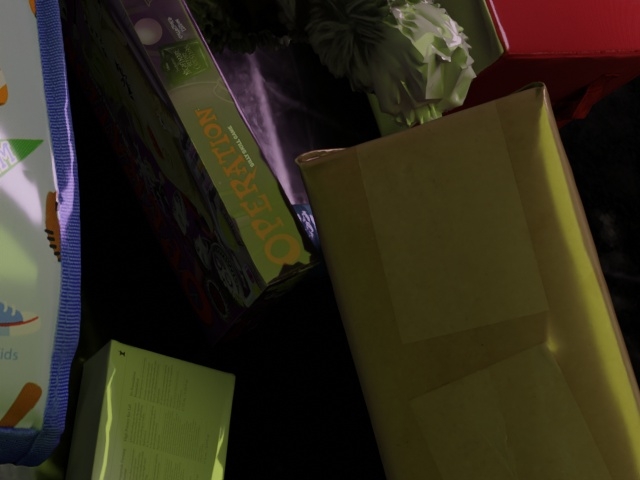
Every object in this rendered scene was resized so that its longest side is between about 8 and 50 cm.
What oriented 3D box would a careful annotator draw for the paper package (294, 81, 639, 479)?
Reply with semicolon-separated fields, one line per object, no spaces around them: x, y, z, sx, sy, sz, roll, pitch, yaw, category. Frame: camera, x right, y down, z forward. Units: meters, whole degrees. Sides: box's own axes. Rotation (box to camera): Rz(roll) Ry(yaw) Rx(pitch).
0.127;0.086;0.964;0.309;0.168;0.324;25;48;-78;paper package

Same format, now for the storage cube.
0.152;-0.202;1.226;0.193;0.184;0.215;-6;71;-35;storage cube

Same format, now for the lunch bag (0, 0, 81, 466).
-0.325;-0.047;0.795;0.328;0.239;0.385;5;57;-34;lunch bag

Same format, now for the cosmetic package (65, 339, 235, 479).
-0.124;0.195;0.920;0.099;0.060;0.239;21;57;-26;cosmetic package

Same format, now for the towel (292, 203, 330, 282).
0.000;0.000;1.123;0.119;0.029;0.067;-8;72;-36;towel

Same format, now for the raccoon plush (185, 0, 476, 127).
0.007;-0.242;1.096;0.299;0.216;0.446;-26;64;-40;raccoon plush

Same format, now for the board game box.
-0.120;-0.103;0.977;0.056;0.208;0.346;-26;82;-15;board game box
